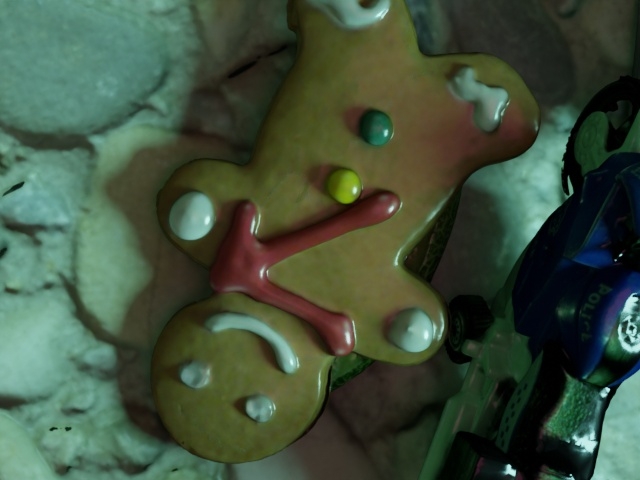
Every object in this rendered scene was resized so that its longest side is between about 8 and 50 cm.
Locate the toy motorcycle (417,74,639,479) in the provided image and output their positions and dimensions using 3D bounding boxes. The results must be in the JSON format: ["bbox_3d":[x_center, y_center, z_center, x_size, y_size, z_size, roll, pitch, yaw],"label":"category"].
[{"bbox_3d":[0.174,0.055,1.130,0.125,0.196,0.331,18,96,-19],"label":"toy motorcycle"}]

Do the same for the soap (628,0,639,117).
[{"bbox_3d":[0.330,-0.102,1.163,0.182,0.199,0.138,5,97,-16],"label":"soap"}]

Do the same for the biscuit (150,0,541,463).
[{"bbox_3d":[0.000,0.000,1.130,0.216,0.047,0.339,34,95,0],"label":"biscuit"}]

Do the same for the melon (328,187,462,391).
[{"bbox_3d":[0.035,-0.006,1.169,0.114,0.053,0.261,17,90,-9],"label":"melon"}]
